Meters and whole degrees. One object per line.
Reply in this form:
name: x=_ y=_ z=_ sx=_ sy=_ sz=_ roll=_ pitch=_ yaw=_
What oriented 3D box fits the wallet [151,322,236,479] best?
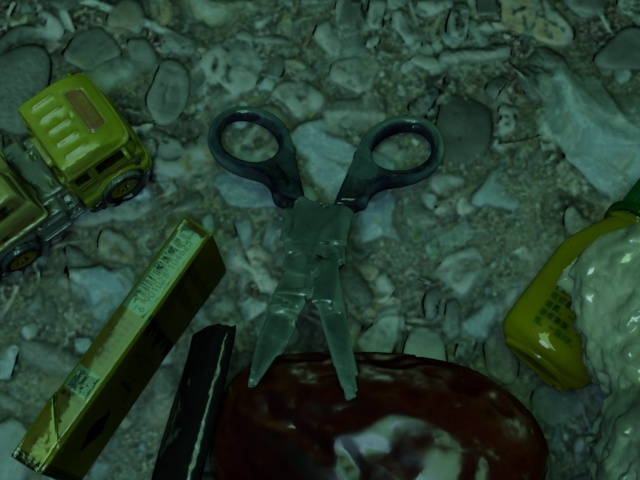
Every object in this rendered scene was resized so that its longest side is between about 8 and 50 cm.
wallet: x=-0.144 y=0.240 z=1.217 sx=0.044 sy=0.170 sz=0.321 roll=14 pitch=76 yaw=-9

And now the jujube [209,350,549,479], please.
jujube: x=0.058 y=0.213 z=1.212 sx=0.318 sy=0.223 sz=0.223 roll=13 pitch=76 yaw=12

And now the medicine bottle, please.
medicine bottle: x=0.312 y=0.012 z=1.315 sx=0.111 sy=0.076 sz=0.309 roll=40 pitch=79 yaw=-5

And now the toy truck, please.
toy truck: x=-0.317 y=-0.060 z=1.304 sx=0.272 sy=0.157 sz=0.124 roll=-35 pitch=77 yaw=-7

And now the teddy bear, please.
teddy bear: x=0.382 y=0.150 z=1.144 sx=0.375 sy=0.327 sz=0.362 roll=-13 pitch=65 yaw=-14

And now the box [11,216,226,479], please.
box: x=-0.191 y=0.114 z=1.258 sx=0.041 sy=0.153 sz=0.279 roll=33 pitch=78 yaw=9

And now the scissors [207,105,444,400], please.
scissors: x=0.000 y=0.000 z=1.264 sx=0.256 sy=0.029 sz=0.383 roll=3 pitch=47 yaw=1
